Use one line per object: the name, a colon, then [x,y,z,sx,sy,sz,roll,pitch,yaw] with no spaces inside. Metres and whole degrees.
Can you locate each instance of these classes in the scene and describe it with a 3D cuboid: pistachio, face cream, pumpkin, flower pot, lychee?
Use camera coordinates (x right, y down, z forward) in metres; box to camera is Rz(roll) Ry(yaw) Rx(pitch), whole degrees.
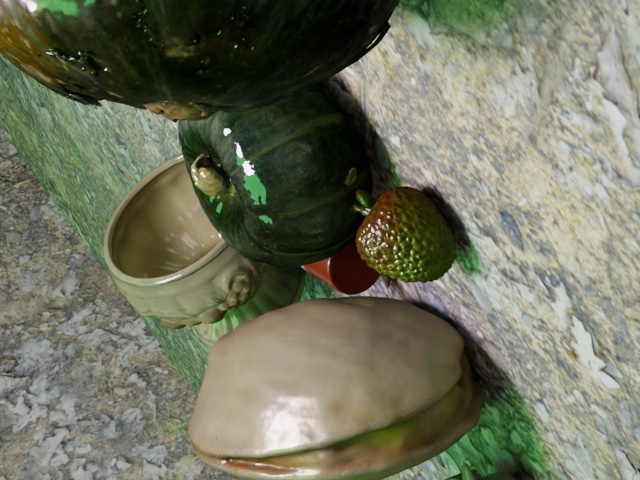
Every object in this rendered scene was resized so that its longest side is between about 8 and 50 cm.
pistachio: [0.016,0.216,1.929,0.445,0.365,0.282,-5,111,42]
face cream: [0.000,0.000,2.024,0.214,0.095,0.096,32,149,55]
pumpkin: [-0.067,-0.100,1.851,0.300,0.207,0.300,45,149,36]
flower pot: [-0.166,0.028,2.254,0.307,0.307,0.244,39,171,48]
lychee: [0.099,-0.010,1.705,0.146,0.114,0.114,35,157,12]
pumpkin: [-0.132,-0.285,1.340,0.454,0.454,0.344,172,89,-72]

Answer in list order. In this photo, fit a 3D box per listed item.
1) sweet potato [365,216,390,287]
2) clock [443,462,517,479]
sweet potato: [0.077,0.015,1.908,0.049,0.049,0.117,33,146,55]
clock: [0.258,0.446,1.957,0.324,0.108,0.265,75,172,-45]
